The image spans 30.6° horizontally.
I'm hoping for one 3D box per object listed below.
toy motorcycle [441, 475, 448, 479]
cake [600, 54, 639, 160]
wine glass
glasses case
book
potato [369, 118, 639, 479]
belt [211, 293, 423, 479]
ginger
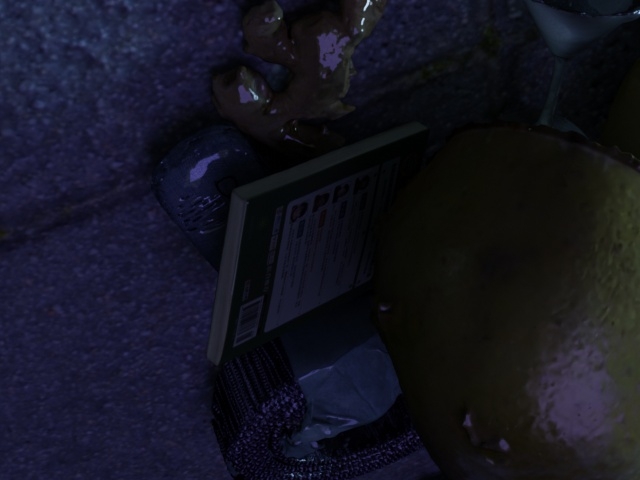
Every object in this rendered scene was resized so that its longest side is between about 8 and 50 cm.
[{"bbox_3d":[0.218,0.359,1.667,0.173,0.058,0.100,17,114,-36],"label":"toy motorcycle"},{"bbox_3d":[0.497,-0.078,1.178,0.332,0.321,0.332,-25,142,-21],"label":"cake"},{"bbox_3d":[0.233,-0.171,1.140,0.156,0.156,0.232,-10,138,-15],"label":"wine glass"},{"bbox_3d":[-0.072,-0.014,1.189,0.109,0.067,0.282,-31,139,4],"label":"glasses case"},{"bbox_3d":[0.000,0.000,1.178,0.264,0.027,0.202,-24,137,-41],"label":"book"},{"bbox_3d":[0.213,0.114,1.144,0.442,0.385,0.319,40,71,-39],"label":"potato"},{"bbox_3d":[0.033,0.180,1.381,0.324,0.122,0.260,-15,138,-12],"label":"belt"},{"bbox_3d":[-0.014,-0.182,1.076,0.149,0.065,0.259,4,130,-24],"label":"ginger"}]
